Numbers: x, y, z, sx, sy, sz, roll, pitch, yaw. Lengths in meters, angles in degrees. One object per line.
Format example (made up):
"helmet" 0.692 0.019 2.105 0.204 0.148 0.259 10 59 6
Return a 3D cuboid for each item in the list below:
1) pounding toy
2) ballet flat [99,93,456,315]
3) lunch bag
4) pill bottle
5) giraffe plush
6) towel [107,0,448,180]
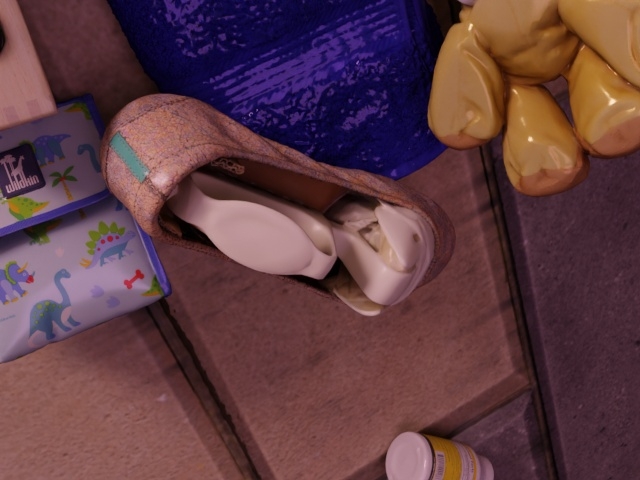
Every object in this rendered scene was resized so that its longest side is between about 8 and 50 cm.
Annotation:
"pounding toy" -0.213 -0.117 0.394 0.100 0.141 0.130 -21 108 -16
"ballet flat" 0.000 0.000 0.511 0.316 0.106 0.108 16 111 -36
"lunch bag" -0.188 -0.010 0.503 0.128 0.096 0.151 -22 99 -17
"pill bottle" 0.133 0.249 0.807 0.116 0.065 0.065 22 103 -33
"giraffe plush" 0.162 -0.163 0.550 0.210 0.170 0.181 47 127 -8
"towel" -0.018 -0.159 0.523 0.227 0.076 0.308 -30 124 -12
